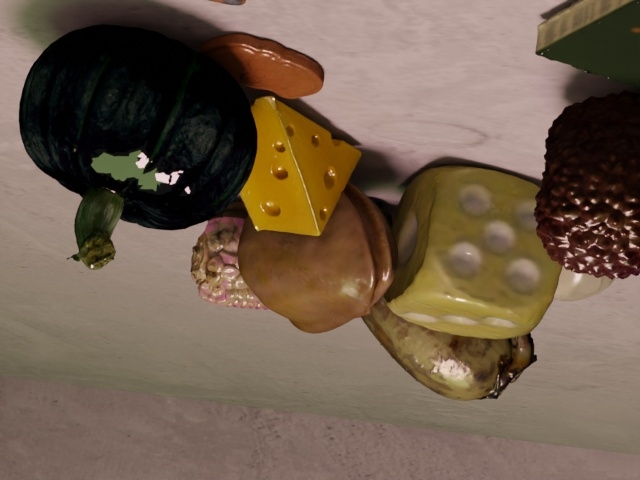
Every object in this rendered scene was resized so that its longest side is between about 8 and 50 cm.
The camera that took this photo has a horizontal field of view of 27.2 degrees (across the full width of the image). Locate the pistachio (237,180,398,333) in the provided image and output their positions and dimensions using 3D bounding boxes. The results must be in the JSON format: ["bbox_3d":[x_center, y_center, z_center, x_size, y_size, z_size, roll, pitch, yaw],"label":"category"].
[{"bbox_3d":[0.000,0.000,1.598,0.162,0.213,0.260,-24,-179,-33],"label":"pistachio"}]

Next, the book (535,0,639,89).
[{"bbox_3d":[0.375,-0.174,1.035,0.260,0.043,0.371,15,165,-23],"label":"book"}]

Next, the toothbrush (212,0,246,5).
[{"bbox_3d":[-0.212,-0.259,1.150,0.321,0.031,0.023,13,173,-22],"label":"toothbrush"}]

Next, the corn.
[{"bbox_3d":[-0.015,0.042,1.831,0.335,0.127,0.126,7,165,-15],"label":"corn"}]

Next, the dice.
[{"bbox_3d":[0.179,0.017,1.570,0.169,0.169,0.166,15,164,-12],"label":"dice"}]

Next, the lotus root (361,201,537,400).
[{"bbox_3d":[0.138,0.080,1.723,0.309,0.173,0.173,46,164,6],"label":"lotus root"}]

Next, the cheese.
[{"bbox_3d":[-0.048,-0.105,1.467,0.093,0.126,0.171,5,146,36],"label":"cheese"}]

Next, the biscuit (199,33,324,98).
[{"bbox_3d":[-0.059,-0.176,1.346,0.130,0.019,0.102,19,161,-22],"label":"biscuit"}]

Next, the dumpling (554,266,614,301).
[{"bbox_3d":[0.333,0.017,1.643,0.134,0.100,0.169,-20,154,-29],"label":"dumpling"}]

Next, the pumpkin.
[{"bbox_3d":[-0.197,-0.085,1.341,0.248,0.248,0.248,10,164,3],"label":"pumpkin"}]

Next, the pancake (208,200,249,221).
[{"bbox_3d":[-0.068,-0.017,1.887,0.199,0.021,0.199,9,163,3],"label":"pancake"}]

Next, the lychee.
[{"bbox_3d":[0.295,-0.050,1.247,0.188,0.188,0.188,10,164,3],"label":"lychee"}]
